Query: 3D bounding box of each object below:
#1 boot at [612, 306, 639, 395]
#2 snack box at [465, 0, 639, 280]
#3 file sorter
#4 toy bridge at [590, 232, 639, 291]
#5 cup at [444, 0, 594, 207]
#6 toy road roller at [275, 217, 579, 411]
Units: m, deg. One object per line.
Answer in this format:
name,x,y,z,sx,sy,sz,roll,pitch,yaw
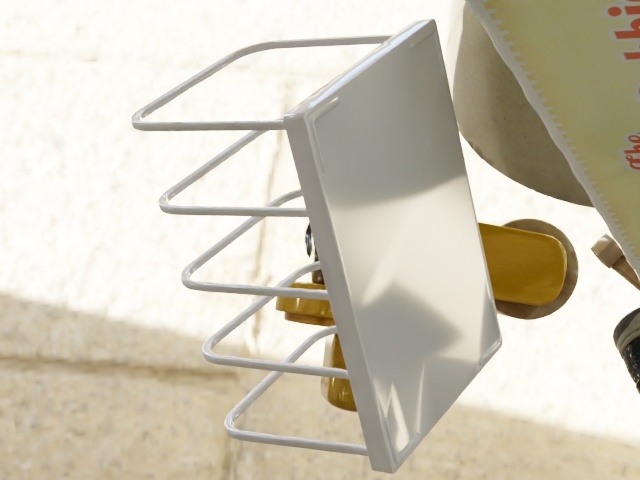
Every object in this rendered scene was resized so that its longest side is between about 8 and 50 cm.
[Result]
boot,0.361,0.119,1.168,0.236,0.085,0.178,-10,53,2
snack box,0.164,-0.051,0.427,0.187,0.322,0.060,-11,69,18
file sorter,0.000,0.000,1.140,0.173,0.277,0.193,1,26,34
toy bridge,0.347,0.057,1.499,0.026,0.063,0.188,-47,42,-2
cup,0.246,-0.220,1.149,0.331,0.237,0.331,-7,47,7
toy road roller,0.113,0.081,1.730,0.330,0.240,0.202,7,-1,-4
